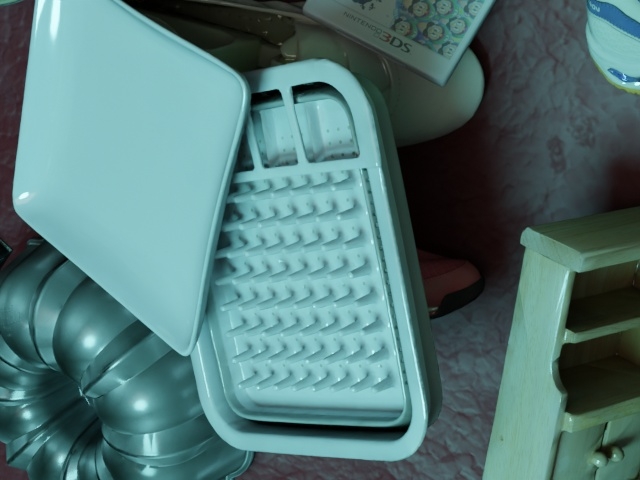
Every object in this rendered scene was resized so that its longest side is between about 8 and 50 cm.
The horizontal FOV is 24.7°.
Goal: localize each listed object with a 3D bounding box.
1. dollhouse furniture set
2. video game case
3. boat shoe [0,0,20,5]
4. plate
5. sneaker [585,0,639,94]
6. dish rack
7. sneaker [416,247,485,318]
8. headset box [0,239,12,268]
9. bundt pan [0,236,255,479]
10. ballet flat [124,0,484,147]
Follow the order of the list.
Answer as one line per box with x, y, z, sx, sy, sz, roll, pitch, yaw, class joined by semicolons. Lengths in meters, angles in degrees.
0.338;0.162;1.156;0.394;0.362;0.256;30;121;45;dollhouse furniture set
0.084;-0.232;1.273;0.143;0.019;0.157;29;81;12;video game case
-0.229;-0.313;1.343;0.355;0.130;0.132;-25;84;22;boat shoe
-0.167;-0.082;1.294;0.278;0.045;0.277;36;127;32;plate
0.352;-0.193;1.121;0.296;0.112;0.131;-12;146;10;sneaker
-0.017;0.017;1.256;0.285;0.072;0.333;-5;98;45;dish rack
-0.001;0.000;1.370;0.314;0.116;0.136;7;107;21;sneaker
-0.498;0.102;1.535;0.131;0.246;0.283;41;118;6;headset box
-0.226;0.152;1.453;0.331;0.124;0.331;20;127;29;bundt pan
-0.055;-0.161;1.335;0.400;0.139;0.139;16;111;17;ballet flat
